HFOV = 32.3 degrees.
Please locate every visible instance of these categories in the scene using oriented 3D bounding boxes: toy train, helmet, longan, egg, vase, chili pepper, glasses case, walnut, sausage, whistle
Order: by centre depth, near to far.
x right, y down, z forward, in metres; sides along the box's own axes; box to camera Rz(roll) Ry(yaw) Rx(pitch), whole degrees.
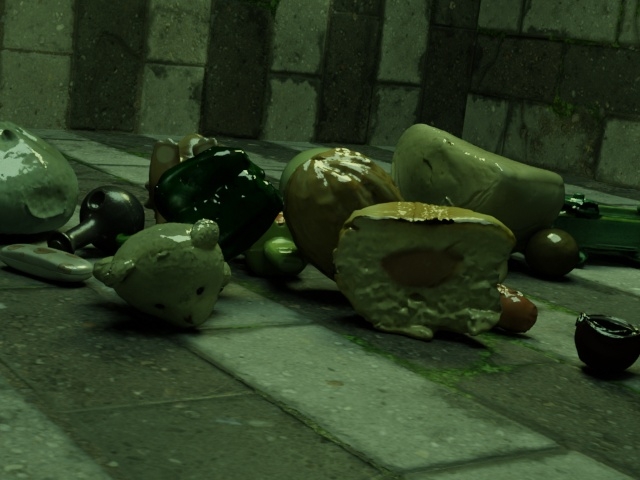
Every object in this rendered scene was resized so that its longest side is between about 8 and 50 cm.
[{"bbox_3d":[0.398,0.146,1.537,0.098,0.070,0.123,16,6,14],"label":"helmet"},{"bbox_3d":[-0.420,0.034,1.695,0.164,0.041,0.063,13,12,31],"label":"glasses case"},{"bbox_3d":[-0.192,-0.032,1.710,0.261,0.165,0.174,-35,-9,-1],"label":"chili pepper"},{"bbox_3d":[0.215,0.082,1.760,0.078,0.078,0.304,-2,15,-39],"label":"sausage"},{"bbox_3d":[0.046,-0.036,1.772,0.198,0.245,0.198,-32,18,12],"label":"walnut"},{"bbox_3d":[-0.381,-0.019,1.866,0.120,0.120,0.183,13,29,29],"label":"vase"},{"bbox_3d":[-0.079,0.003,1.900,0.131,0.106,0.288,1,12,-13],"label":"whistle"},{"bbox_3d":[0.451,0.025,2.158,0.106,0.106,0.119,8,-4,5],"label":"longan"},{"bbox_3d":[0.007,-0.100,2.318,0.183,0.183,0.217,3,21,-18],"label":"egg"},{"bbox_3d":[0.602,-0.024,2.411,0.369,0.150,0.237,5,4,-18],"label":"toy train"}]

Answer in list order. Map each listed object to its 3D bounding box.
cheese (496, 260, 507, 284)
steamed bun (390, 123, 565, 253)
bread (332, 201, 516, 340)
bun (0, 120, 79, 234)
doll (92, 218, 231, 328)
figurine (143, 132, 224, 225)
[{"bbox_3d":[0.214,0.023,1.959,0.235,0.117,0.218,9,8,-7],"label":"cheese"},{"bbox_3d":[0.305,-0.082,2.286,0.247,0.236,0.383,12,12,-35],"label":"steamed bun"},{"bbox_3d":[0.130,0.044,1.610,0.211,0.183,0.224,-2,11,-34],"label":"bread"},{"bbox_3d":[-0.598,-0.119,1.990,0.355,0.194,0.354,5,11,-1],"label":"bun"},{"bbox_3d":[-0.215,0.059,1.561,0.175,0.149,0.278,-28,-1,-11],"label":"doll"},{"bbox_3d":[-0.211,-0.062,1.904,0.177,0.247,0.173,-23,-21,-5],"label":"figurine"}]
